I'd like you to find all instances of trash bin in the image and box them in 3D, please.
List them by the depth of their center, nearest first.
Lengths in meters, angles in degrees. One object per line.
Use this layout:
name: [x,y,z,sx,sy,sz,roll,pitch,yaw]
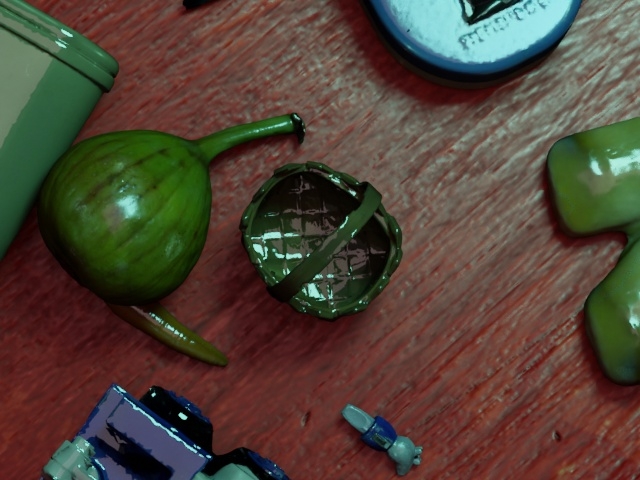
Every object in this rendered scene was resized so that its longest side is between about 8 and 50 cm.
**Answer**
trash bin: [-0.336,-0.108,1.739,0.243,0.121,0.247,28,87,2]

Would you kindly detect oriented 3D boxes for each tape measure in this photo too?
tape measure: [0.071,-0.218,1.769,0.351,0.098,0.215,-27,84,-2]

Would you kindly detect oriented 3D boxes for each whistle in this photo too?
whistle: [0.053,0.175,1.755,0.083,0.029,0.033,38,100,-4]

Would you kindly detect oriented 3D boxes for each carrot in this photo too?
carrot: [-0.143,0.073,1.761,0.142,0.035,0.035,36,84,-1]

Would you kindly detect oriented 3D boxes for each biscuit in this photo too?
biscuit: [0.361,-0.011,1.765,0.291,0.062,0.237,-13,83,-4]

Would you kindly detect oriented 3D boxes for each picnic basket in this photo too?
picnic basket: [0.000,0.000,1.695,0.138,0.178,0.128,40,90,-3]

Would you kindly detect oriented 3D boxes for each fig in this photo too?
fig: [-0.127,-0.061,1.723,0.151,0.151,0.259,45,71,4]

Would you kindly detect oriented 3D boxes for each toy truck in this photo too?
toy truck: [-0.125,0.223,1.672,0.213,0.177,0.161,36,83,4]
